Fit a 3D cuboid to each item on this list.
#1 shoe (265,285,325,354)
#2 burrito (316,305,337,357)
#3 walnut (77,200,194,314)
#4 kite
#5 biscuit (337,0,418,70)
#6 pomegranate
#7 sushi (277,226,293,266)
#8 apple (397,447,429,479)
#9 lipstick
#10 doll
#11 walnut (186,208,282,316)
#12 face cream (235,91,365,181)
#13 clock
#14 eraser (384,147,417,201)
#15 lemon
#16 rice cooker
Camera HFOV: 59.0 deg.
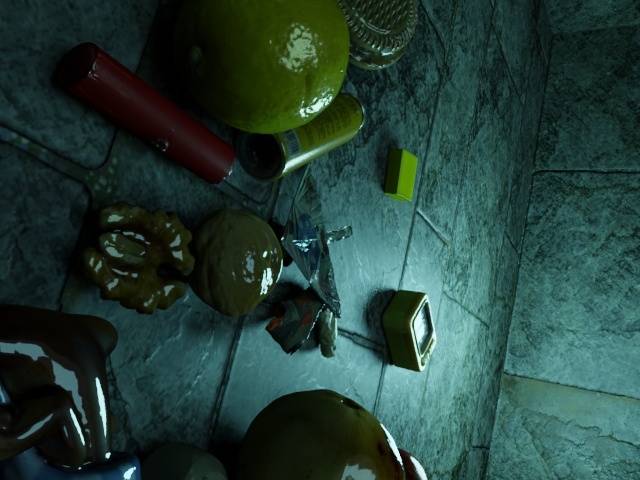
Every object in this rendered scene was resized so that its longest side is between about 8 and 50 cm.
[{"bbox_3d":[-0.044,0.133,1.096,0.077,0.074,0.194,36,36,-5],"label":"shoe"},{"bbox_3d":[0.015,0.178,1.219,0.055,0.041,0.149,-22,110,-70],"label":"burrito"},{"bbox_3d":[-0.245,0.020,0.755,0.170,0.069,0.143,39,62,-51],"label":"walnut"},{"bbox_3d":[0.000,0.000,1.121,0.314,0.011,0.335,-7,86,-63],"label":"kite"},{"bbox_3d":[0.089,-0.474,1.138,0.259,0.079,0.259,8,74,-32],"label":"biscuit"},{"bbox_3d":[-0.015,0.421,0.966,0.319,0.319,0.319,-12,104,-57],"label":"pomegranate"},{"bbox_3d":[-0.057,0.012,1.076,0.044,0.046,0.083,45,56,-52],"label":"sushi"},{"bbox_3d":[0.157,0.606,1.346,0.218,0.218,0.201,-34,128,-52],"label":"apple"},{"bbox_3d":[-0.221,-0.161,0.767,0.280,0.073,0.073,33,66,-55],"label":"lipstick"},{"bbox_3d":[-0.287,0.228,0.554,0.209,0.318,0.339,-13,86,-16],"label":"doll"},{"bbox_3d":[-0.132,0.032,0.866,0.166,0.149,0.166,173,-90,-83],"label":"walnut"},{"bbox_3d":[-0.013,-0.211,1.062,0.349,0.105,0.105,-38,125,-50],"label":"face cream"},{"bbox_3d":[0.248,0.248,1.556,0.143,0.096,0.202,-49,132,-39],"label":"clock"},{"bbox_3d":[0.211,-0.170,1.483,0.097,0.045,0.122,14,84,-58],"label":"eraser"},{"bbox_3d":[-0.095,-0.268,0.808,0.219,0.240,0.240,-30,120,-38],"label":"lemon"},{"bbox_3d":[-0.211,0.397,0.807,0.145,0.127,0.206,49,45,-48],"label":"rice cooker"}]
